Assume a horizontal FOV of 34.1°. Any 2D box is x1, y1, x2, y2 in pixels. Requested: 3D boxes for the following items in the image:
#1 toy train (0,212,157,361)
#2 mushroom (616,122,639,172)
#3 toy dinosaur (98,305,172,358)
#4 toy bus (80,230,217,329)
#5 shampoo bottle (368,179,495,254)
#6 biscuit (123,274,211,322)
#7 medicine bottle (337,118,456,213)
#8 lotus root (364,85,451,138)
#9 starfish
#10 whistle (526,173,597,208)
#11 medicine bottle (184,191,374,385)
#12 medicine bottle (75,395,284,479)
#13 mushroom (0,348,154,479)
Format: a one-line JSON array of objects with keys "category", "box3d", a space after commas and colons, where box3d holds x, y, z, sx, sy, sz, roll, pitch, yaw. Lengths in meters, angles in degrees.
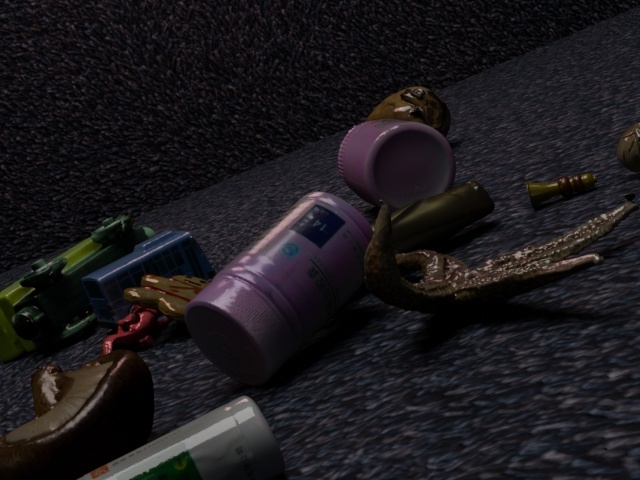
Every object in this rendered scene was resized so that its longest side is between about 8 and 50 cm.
[{"category": "toy train", "box3d": [-0.533, 0.099, 2.229, 0.272, 0.179, 0.442, -22, 11, 35]}, {"category": "mushroom", "box3d": [0.553, -0.175, 1.623, 0.223, 0.092, 0.081, -33, 48, -16]}, {"category": "toy dinosaur", "box3d": [-0.354, 0.176, 1.829, 0.139, 0.070, 0.286, -29, 12, 24]}, {"category": "toy bus", "box3d": [-0.335, 0.073, 2.042, 0.234, 0.134, 0.116, -30, 13, -30]}, {"category": "shampoo bottle", "box3d": [0.112, 0.000, 1.639, 0.350, 0.084, 0.125, -26, -11, -18]}, {"category": "biscuit", "box3d": [-0.254, 0.094, 1.856, 0.153, 0.030, 0.234, 21, 12, 13]}, {"category": "medicine bottle", "box3d": [0.142, -0.148, 2.039, 0.178, 0.178, 0.290, -24, 11, -6]}, {"category": "lotus root", "box3d": [0.193, -0.277, 2.543, 0.182, 0.183, 0.310, -29, 10, -27]}, {"category": "starfish", "box3d": [0.192, 0.017, 1.317, 0.383, 0.132, 0.398, -17, -9, 27]}, {"category": "whistle", "box3d": [0.386, -0.080, 1.659, 0.109, 0.057, 0.046, -11, 58, 10]}, {"category": "medicine bottle", "box3d": [-0.049, 0.063, 1.420, 0.152, 0.152, 0.254, -8, 30, 51]}, {"category": "medicine bottle", "box3d": [-0.167, 0.251, 1.040, 0.260, 0.095, 0.095, -25, 12, -13]}, {"category": "mushroom", "box3d": [-0.293, 0.238, 1.275, 0.231, 0.138, 0.194, -39, 30, -19]}]
